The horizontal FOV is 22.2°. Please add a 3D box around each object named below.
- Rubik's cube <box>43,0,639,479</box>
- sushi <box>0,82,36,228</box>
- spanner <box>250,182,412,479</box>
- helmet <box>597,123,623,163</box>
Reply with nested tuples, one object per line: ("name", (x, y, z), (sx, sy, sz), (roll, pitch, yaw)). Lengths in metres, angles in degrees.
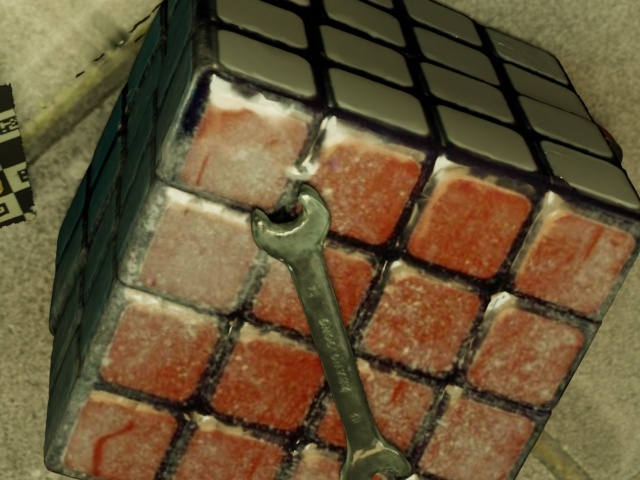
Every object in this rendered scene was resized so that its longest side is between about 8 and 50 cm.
("Rubik's cube", (0.000, 0.000, 1.253), (0.344, 0.337, 0.344), (20, 114, -16))
("sushi", (-0.315, -0.028, 1.285), (0.193, 0.040, 0.210), (-17, 154, -16))
("spanner", (0.010, 0.076, 1.096), (0.054, 0.015, 0.254), (-17, 119, 1))
("helmet", (0.211, -0.076, 1.393), (0.084, 0.049, 0.065), (-9, 138, -12))
